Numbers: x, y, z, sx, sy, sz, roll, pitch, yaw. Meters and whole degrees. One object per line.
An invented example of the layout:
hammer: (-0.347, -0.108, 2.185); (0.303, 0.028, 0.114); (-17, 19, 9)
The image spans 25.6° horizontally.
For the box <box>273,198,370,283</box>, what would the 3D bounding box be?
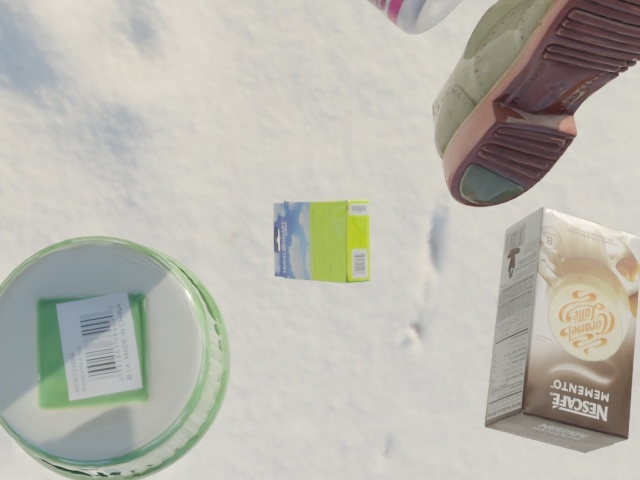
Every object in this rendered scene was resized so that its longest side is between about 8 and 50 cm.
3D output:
box: (0.000, 0.000, 1.870); (0.042, 0.178, 0.109); (-1, 92, -33)

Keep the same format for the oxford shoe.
oxford shoe: (0.221, -0.212, 1.318); (0.140, 0.147, 0.397); (13, 131, -36)

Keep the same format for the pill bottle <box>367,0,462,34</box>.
pill bottle: (0.042, -0.360, 1.461); (0.160, 0.283, 0.160); (-45, 169, -11)

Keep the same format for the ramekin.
ramekin: (-0.262, 0.137, 1.684); (0.303, 0.303, 0.148); (-45, 173, -8)

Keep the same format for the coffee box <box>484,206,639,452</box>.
coffee box: (0.281, 0.104, 1.616); (0.141, 0.098, 0.247); (15, 69, -17)
